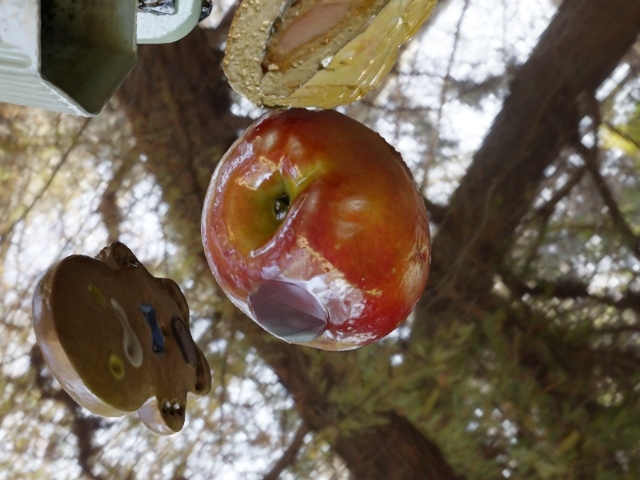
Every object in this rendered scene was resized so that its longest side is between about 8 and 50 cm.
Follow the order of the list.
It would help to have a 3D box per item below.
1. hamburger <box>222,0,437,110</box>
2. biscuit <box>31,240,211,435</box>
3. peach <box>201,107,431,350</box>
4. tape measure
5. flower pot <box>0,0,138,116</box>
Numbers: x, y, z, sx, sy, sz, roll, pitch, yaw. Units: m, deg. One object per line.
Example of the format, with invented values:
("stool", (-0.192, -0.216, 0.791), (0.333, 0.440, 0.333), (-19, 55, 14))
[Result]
("hamburger", (0.022, -0.287, 1.427), (0.162, 0.330, 0.209), (40, 177, 16))
("biscuit", (-0.163, 0.082, 0.932), (0.236, 0.039, 0.180), (11, -123, -68))
("peach", (-0.007, 0.005, 1.681), (0.406, 0.335, 0.310), (61, -149, -46))
("tape measure", (-0.269, -0.420, 1.674), (0.207, 0.235, 0.115), (0, -140, -6))
("flower pot", (-0.344, -0.275, 1.291), (0.189, 0.239, 0.209), (10, -161, 20))
